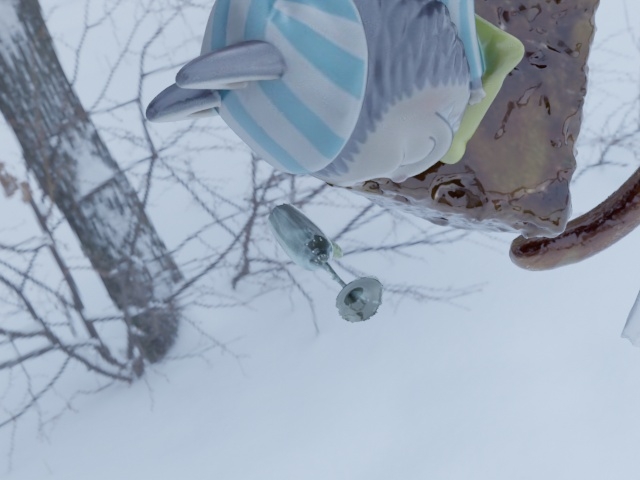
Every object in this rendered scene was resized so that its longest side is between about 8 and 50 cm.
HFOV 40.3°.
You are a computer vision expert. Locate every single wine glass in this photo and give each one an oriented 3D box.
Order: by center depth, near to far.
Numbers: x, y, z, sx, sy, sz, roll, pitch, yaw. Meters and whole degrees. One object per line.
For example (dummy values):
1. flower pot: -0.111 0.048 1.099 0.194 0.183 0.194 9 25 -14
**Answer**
1. wine glass: -0.004 0.019 1.193 0.074 0.074 0.262 -26 35 -14

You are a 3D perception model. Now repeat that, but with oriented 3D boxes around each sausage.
1. sausage: 0.472 -0.028 1.513 0.302 0.103 0.076 -34 14 15

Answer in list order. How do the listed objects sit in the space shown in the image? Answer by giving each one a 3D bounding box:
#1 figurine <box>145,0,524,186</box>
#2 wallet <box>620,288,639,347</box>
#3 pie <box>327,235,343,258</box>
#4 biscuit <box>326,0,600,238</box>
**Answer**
1. figurine: 0.020 -0.209 0.853 0.266 0.361 0.378 24 33 26
2. wallet: 0.167 0.015 0.399 0.011 0.044 0.083 9 74 65
3. pie: -0.001 -0.001 1.326 0.021 0.084 0.084 -54 33 -9
4. biscuit: 0.188 -0.219 1.195 0.343 0.395 0.166 14 -9 -9
